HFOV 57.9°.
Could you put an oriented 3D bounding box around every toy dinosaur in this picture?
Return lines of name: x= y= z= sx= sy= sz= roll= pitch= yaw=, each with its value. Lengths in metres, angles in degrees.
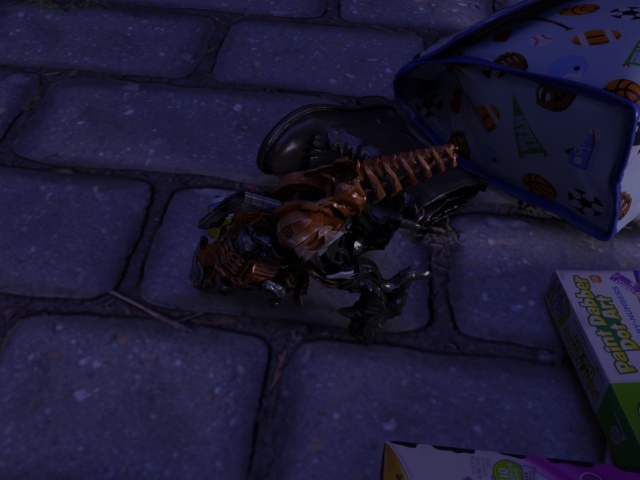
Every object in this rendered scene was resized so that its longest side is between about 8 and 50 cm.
toy dinosaur: x=0.000 y=0.000 z=0.623 sx=0.322 sy=0.218 sz=0.164 roll=-10 pitch=57 yaw=45

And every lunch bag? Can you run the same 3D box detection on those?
lunch bag: x=0.342 y=-0.232 z=0.830 sx=0.328 sy=0.238 sz=0.385 roll=-31 pitch=43 yaw=-23

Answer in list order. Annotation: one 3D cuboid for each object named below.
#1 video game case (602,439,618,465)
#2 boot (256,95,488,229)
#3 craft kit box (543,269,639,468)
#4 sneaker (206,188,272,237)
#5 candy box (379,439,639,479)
video game case: x=0.350 y=0.269 z=0.515 sx=0.194 sy=0.023 sz=0.212 roll=18 pitch=40 yaw=22
boot: x=0.071 y=-0.098 z=0.793 sx=0.263 sy=0.091 sz=0.229 roll=-23 pitch=56 yaw=-22
craft kit box: x=0.403 y=0.133 z=0.619 sx=0.247 sy=0.060 sz=0.249 roll=-2 pitch=40 yaw=-1
sneaker: x=-0.081 y=-0.043 z=0.768 sx=0.144 sy=0.053 sz=0.059 roll=-5 pitch=50 yaw=-7
candy box: x=0.160 y=0.251 z=0.451 sx=0.234 sy=0.071 sz=0.159 roll=3 pitch=32 yaw=5
